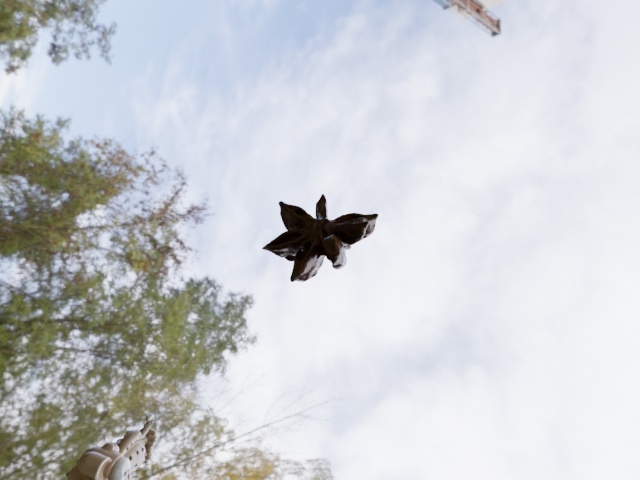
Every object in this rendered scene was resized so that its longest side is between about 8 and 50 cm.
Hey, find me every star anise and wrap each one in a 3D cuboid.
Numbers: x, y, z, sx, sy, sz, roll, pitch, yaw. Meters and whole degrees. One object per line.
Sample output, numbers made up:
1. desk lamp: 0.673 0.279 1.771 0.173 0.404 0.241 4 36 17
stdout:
1. star anise: 0.000 0.000 0.965 0.196 0.213 0.111 -80 175 -57

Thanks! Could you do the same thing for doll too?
1. doll: -0.458 0.502 1.154 0.119 0.278 0.154 17 -80 10
